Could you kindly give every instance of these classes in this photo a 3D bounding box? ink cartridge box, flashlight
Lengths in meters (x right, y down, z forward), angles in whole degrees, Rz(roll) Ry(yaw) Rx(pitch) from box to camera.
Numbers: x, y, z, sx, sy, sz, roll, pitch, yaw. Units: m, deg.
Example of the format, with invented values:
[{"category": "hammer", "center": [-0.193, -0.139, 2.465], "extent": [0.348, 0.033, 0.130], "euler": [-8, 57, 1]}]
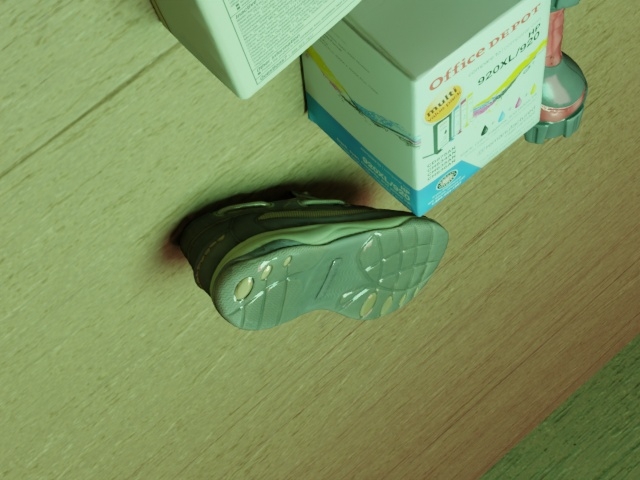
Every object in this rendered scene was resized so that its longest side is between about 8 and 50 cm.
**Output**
[{"category": "ink cartridge box", "center": [0.096, -0.177, 1.473], "extent": [0.171, 0.168, 0.233], "euler": [-38, 155, -16]}, {"category": "flashlight", "center": [0.255, -0.226, 1.746], "extent": [0.103, 0.103, 0.304], "euler": [-37, 156, -17]}]

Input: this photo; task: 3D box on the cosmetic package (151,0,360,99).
[{"category": "cosmetic package", "center": [-0.064, -0.252, 1.157], "extent": [0.160, 0.113, 0.309], "euler": [-42, 156, -10]}]

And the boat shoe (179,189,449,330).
[{"category": "boat shoe", "center": [0.000, 0.000, 1.658], "extent": [0.355, 0.130, 0.132], "euler": [-1, 128, -51]}]
